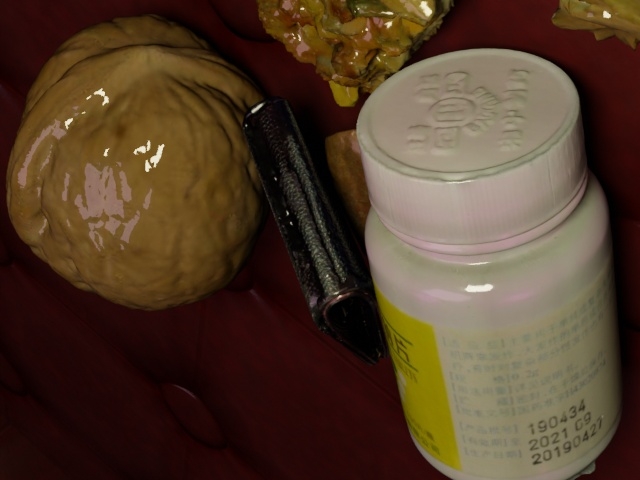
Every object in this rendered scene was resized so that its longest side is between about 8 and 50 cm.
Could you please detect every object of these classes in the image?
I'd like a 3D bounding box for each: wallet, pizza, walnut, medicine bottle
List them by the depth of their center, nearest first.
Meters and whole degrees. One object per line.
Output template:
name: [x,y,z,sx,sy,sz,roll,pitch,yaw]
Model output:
pizza: [-0.014,-0.252,1.179,0.268,0.087,0.258,49,162,2]
medicine bottle: [0.155,0.036,1.216,0.213,0.213,0.378,23,142,36]
wallet: [0.000,0.000,1.376,0.221,0.071,0.262,64,-178,21]
walnut: [-0.188,-0.082,1.460,0.333,0.333,0.333,33,148,24]

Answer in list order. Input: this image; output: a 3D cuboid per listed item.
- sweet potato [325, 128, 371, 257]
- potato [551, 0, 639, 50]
sweet potato: [0.075,-0.027,1.382,0.097,0.097,0.251,17,143,42]
potato: [0.253,-0.244,0.773,0.196,0.246,0.300,20,146,-25]
